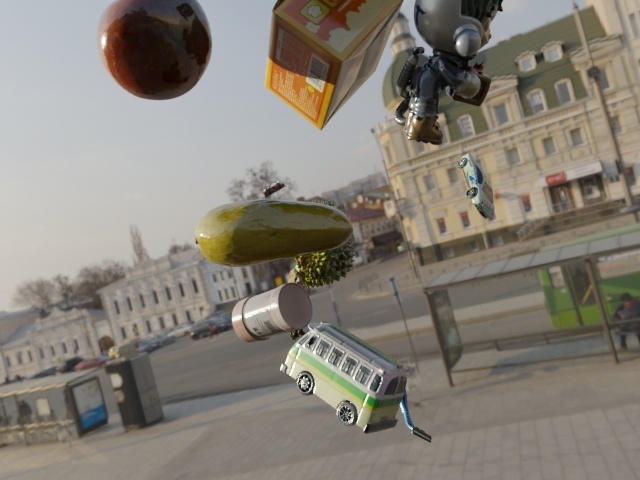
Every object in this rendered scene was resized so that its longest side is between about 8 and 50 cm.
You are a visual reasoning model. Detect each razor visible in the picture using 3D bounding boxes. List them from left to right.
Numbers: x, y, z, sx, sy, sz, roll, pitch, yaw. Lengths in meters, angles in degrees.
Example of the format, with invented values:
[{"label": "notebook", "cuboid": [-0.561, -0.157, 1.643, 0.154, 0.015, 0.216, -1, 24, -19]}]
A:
[{"label": "razor", "cuboid": [0.257, 0.496, 1.597, 0.042, 0.081, 0.253, -47, 29, 18]}]

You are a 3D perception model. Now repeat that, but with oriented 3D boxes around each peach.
[{"label": "peach", "cuboid": [-0.355, -0.441, 1.155, 0.252, 0.253, 0.252, -15, -1, 0]}]

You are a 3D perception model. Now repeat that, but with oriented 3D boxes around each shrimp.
[{"label": "shrimp", "cuboid": [-0.054, 0.153, 1.234, 0.043, 0.184, 0.091, -6, 18, -19]}]

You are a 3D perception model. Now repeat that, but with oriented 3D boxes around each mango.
[{"label": "mango", "cuboid": [-0.104, -0.019, 1.142, 0.331, 0.143, 0.195, -3, 7, -9]}]

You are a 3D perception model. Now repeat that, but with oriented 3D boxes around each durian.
[{"label": "durian", "cuboid": [0.002, 0.003, 1.391, 0.176, 0.237, 0.200, -12, -1, 1]}]

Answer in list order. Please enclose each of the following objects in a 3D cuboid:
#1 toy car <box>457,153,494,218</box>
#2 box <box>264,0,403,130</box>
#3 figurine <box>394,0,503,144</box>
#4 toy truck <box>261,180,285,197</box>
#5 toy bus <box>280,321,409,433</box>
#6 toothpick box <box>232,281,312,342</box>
[{"label": "toy car", "cuboid": [0.419, -0.145, 1.403, 0.056, 0.205, 0.095, -30, -49, 27]}, {"label": "box", "cuboid": [0.018, -0.477, 1.285, 0.260, 0.213, 0.283, -52, -4, -21]}, {"label": "figurine", "cuboid": [0.271, -0.392, 1.089, 0.186, 0.382, 0.261, 3, 28, -11]}, {"label": "toy truck", "cuboid": [-0.162, -0.179, 1.822, 0.083, 0.032, 0.024, -33, 29, -9]}, {"label": "toy bus", "cuboid": [0.061, 0.327, 1.330, 0.305, 0.179, 0.143, 25, 8, 39]}, {"label": "toothpick box", "cuboid": [-0.101, 0.152, 1.102, 0.148, 0.099, 0.098, -23, -6, 39]}]
